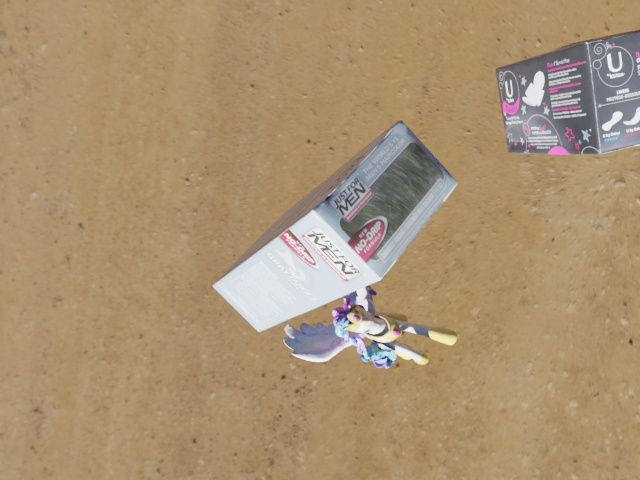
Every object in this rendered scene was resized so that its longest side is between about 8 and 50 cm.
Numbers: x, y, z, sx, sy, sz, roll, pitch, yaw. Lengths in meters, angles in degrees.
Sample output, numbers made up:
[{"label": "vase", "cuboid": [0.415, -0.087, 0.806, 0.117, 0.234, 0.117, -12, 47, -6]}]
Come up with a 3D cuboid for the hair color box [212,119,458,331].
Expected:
[{"label": "hair color box", "cuboid": [0.000, 0.000, 0.874, 0.113, 0.185, 0.374, 46, 150, -6]}]

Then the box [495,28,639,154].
[{"label": "box", "cuboid": [0.380, -0.206, 0.877, 0.163, 0.247, 0.142, -13, 101, -8]}]

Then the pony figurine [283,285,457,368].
[{"label": "pony figurine", "cuboid": [0.116, 0.206, 1.620, 0.351, 0.363, 0.303, 14, 82, 53]}]
